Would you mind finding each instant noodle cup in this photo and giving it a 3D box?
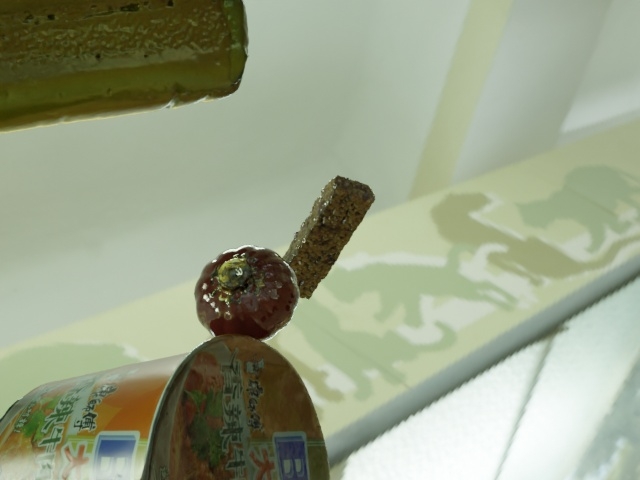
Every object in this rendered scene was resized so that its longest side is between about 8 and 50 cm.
[{"bbox_3d":[-0.151,0.233,0.991,0.296,0.214,0.296,27,-122,-56],"label":"instant noodle cup"}]

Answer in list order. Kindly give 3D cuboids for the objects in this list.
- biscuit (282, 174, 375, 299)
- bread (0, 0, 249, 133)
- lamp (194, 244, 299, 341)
[{"bbox_3d":[0.000,0.000,1.365,0.064,0.034,0.199,15,-47,-22],"label":"biscuit"},{"bbox_3d":[-0.254,-0.199,1.100,0.384,0.112,0.166,-13,-78,-27],"label":"bread"},{"bbox_3d":[-0.070,0.052,1.048,0.101,0.101,0.090,-48,-30,-15],"label":"lamp"}]
